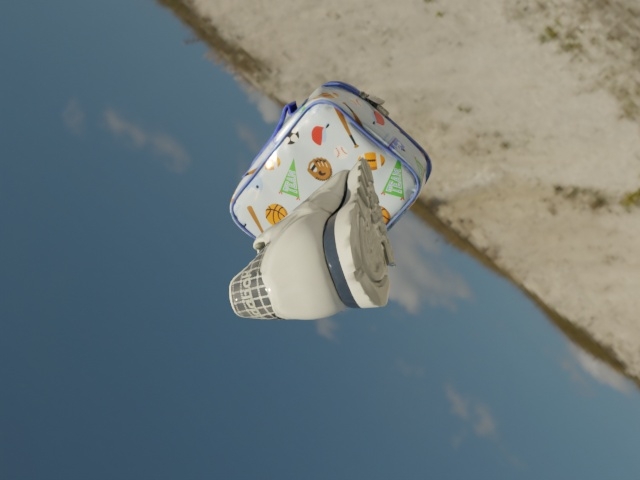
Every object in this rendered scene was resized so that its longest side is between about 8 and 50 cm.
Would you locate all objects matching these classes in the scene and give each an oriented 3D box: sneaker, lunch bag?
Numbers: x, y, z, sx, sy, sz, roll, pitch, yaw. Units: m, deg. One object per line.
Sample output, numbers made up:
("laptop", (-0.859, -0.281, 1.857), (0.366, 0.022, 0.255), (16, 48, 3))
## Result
("sneaker", (0.000, 0.000, 0.747), (0.235, 0.095, 0.090), (-46, -64, -76))
("lunch bag", (0.012, -0.094, 1.585), (0.243, 0.303, 0.115), (40, -148, -4))
